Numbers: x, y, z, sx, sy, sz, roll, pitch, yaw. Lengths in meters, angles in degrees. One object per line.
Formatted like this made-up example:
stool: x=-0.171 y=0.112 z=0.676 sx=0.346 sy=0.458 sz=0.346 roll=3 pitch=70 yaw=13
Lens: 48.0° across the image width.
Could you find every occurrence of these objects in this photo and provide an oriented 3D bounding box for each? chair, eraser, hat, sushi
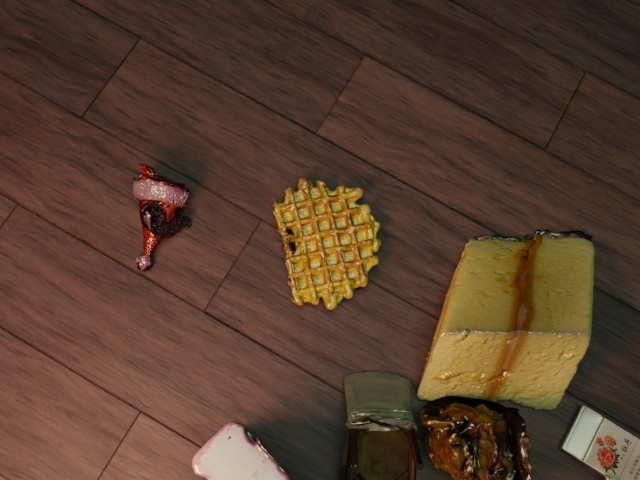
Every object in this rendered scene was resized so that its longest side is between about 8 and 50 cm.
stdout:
chair: x=0.118 y=0.420 z=1.455 sx=0.160 sy=0.319 sz=0.186 roll=0 pitch=107 yaw=0
eraser: x=-0.107 y=0.473 z=1.339 sx=0.122 sy=0.359 sz=0.272 roll=-39 pitch=81 yaw=-13
hat: x=-0.373 y=-0.043 z=1.598 sx=0.129 sy=0.140 sz=0.227 roll=13 pitch=87 yaw=11
sushi: x=0.314 y=0.417 z=1.461 sx=0.204 sy=0.200 sz=0.213 roll=-10 pitch=76 yaw=-2

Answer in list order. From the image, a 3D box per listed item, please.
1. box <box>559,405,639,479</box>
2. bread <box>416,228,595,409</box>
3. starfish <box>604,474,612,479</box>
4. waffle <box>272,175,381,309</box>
box: x=0.628 y=0.456 z=1.552 sx=0.198 sy=0.029 sz=0.109 roll=32 pitch=75 yaw=5
bread: x=0.426 y=0.166 z=1.625 sx=0.346 sy=0.242 sz=0.405 roll=12 pitch=41 yaw=4
starfish: x=0.583 y=0.652 z=1.486 sx=0.231 sy=0.048 sz=0.295 roll=33 pitch=77 yaw=6
waffle: x=0.000 y=0.001 z=1.630 sx=0.283 sy=0.065 sz=0.309 roll=32 pitch=72 yaw=4
